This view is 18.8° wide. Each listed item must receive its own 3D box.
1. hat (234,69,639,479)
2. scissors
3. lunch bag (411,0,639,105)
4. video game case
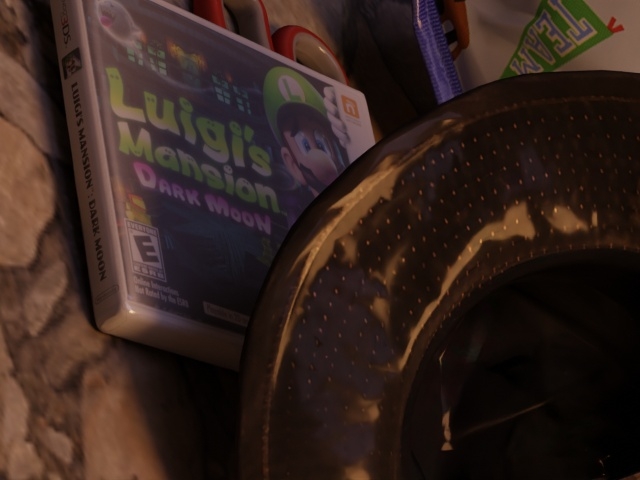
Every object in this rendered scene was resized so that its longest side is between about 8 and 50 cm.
[{"bbox_3d":[0.110,0.099,0.802,0.331,0.331,0.134,56,-11,-3],"label":"hat"},{"bbox_3d":[0.000,0.000,0.908,0.109,0.021,0.297,26,42,-48],"label":"scissors"},{"bbox_3d":[0.242,-0.003,1.097,0.328,0.239,0.385,-14,90,-63],"label":"lunch bag"},{"bbox_3d":[-0.032,-0.019,0.839,0.190,0.022,0.173,20,47,-44],"label":"video game case"}]
